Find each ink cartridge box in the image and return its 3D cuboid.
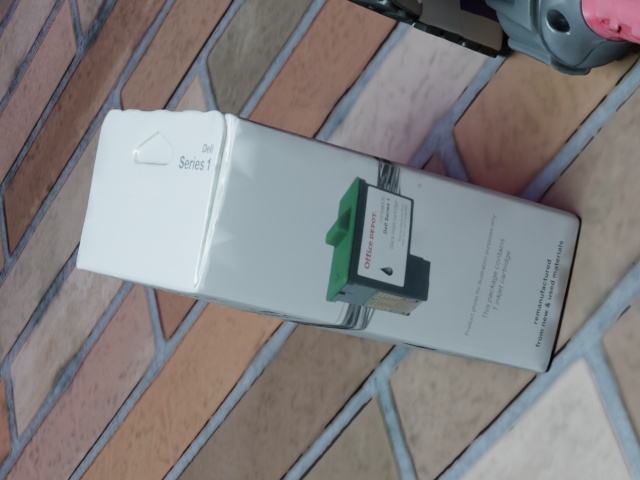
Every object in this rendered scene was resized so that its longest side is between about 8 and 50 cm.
[{"bbox_3d":[0.000,0.000,0.920,0.160,0.219,0.092,7,84,60],"label":"ink cartridge box"}]

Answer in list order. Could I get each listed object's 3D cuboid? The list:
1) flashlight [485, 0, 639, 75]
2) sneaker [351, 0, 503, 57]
[{"bbox_3d":[0.175,-0.093,0.791,0.304,0.103,0.103,34,151,62],"label":"flashlight"},{"bbox_3d":[0.042,-0.182,0.898,0.107,0.283,0.124,24,98,18],"label":"sneaker"}]
